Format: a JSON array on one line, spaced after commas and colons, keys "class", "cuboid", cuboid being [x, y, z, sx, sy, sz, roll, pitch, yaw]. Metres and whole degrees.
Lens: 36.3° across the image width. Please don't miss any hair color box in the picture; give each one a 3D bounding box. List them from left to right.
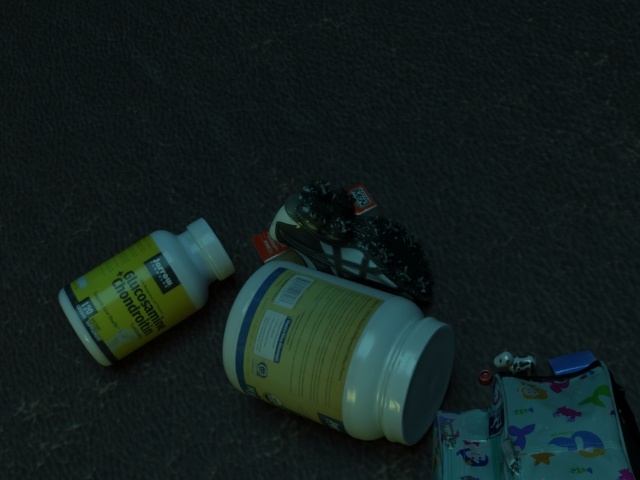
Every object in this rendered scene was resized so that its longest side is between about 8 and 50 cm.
[{"class": "hair color box", "cuboid": [0.000, 0.000, 1.108, 0.141, 0.072, 0.043, -26, 50, -5]}]

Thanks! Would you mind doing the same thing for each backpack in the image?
[{"class": "backpack", "cuboid": [0.181, 0.240, 0.743, 0.191, 0.225, 0.253, -11, 28, 2]}]

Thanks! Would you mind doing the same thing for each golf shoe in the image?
[{"class": "golf shoe", "cuboid": [0.035, 0.012, 1.049, 0.094, 0.198, 0.077, -36, 27, 40]}]

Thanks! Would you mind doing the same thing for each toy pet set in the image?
[{"class": "toy pet set", "cuboid": [0.213, 0.153, 0.935, 0.114, 0.065, 0.122, -13, 52, 6]}]

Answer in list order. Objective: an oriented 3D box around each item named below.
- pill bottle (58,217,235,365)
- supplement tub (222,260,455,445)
[{"class": "pill bottle", "cuboid": [-0.193, 0.053, 1.103, 0.184, 0.103, 0.103, -33, 52, -9]}, {"class": "supplement tub", "cuboid": [0.019, 0.112, 0.971, 0.199, 0.144, 0.144, 17, 60, 27]}]
